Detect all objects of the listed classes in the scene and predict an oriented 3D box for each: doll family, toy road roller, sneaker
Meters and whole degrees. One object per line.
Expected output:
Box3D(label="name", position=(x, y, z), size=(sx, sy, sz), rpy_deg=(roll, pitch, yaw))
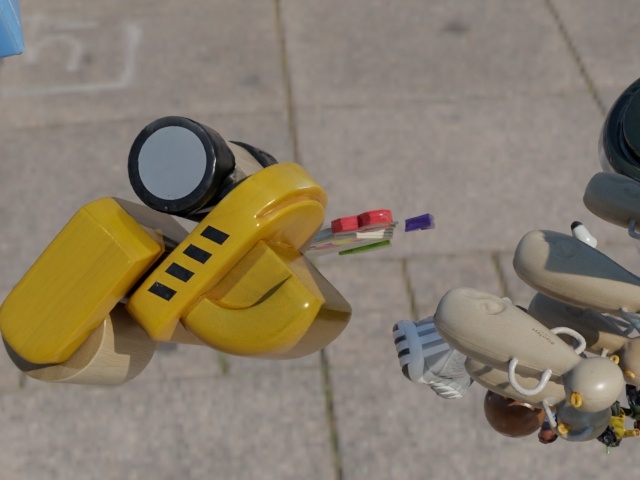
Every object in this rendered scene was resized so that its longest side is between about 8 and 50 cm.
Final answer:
Box3D(label="doll family", position=(0.339, 0.216, 2.105), size=(0.193, 0.111, 0.076), rpy_deg=(15, 50, 33))
Box3D(label="toy road roller", position=(-0.124, 0.054, 1.623), size=(0.240, 0.329, 0.202), rpy_deg=(47, 9, 18))
Box3D(label="sneaker", position=(0.170, 0.110, 1.739), size=(0.132, 0.086, 0.228), rpy_deg=(-19, -11, 17))

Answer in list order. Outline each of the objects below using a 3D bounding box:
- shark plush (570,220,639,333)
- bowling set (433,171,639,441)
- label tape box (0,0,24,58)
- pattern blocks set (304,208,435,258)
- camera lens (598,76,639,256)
Box3D(label="shark plush", position=(0.281, 0.047, 1.692), size=(0.161, 0.067, 0.073), rpy_deg=(32, 34, -13))
Box3D(label="bowling set", position=(0.218, 0.090, 1.334), size=(0.154, 0.200, 0.287), rpy_deg=(28, 46, 29))
Box3D(label="label tape box", position=(-0.320, -0.334, 1.237), size=(0.115, 0.249, 0.348), rpy_deg=(-14, 64, -1))
Box3D(label="pattern blocks set", position=(0.000, 0.000, 2.258), size=(0.324, 0.026, 0.285), rpy_deg=(-13, -8, 28))
Box3D(label="camera lens", position=(0.464, -0.067, 1.979), size=(0.219, 0.274, 0.219), rpy_deg=(-14, 50, 18))
